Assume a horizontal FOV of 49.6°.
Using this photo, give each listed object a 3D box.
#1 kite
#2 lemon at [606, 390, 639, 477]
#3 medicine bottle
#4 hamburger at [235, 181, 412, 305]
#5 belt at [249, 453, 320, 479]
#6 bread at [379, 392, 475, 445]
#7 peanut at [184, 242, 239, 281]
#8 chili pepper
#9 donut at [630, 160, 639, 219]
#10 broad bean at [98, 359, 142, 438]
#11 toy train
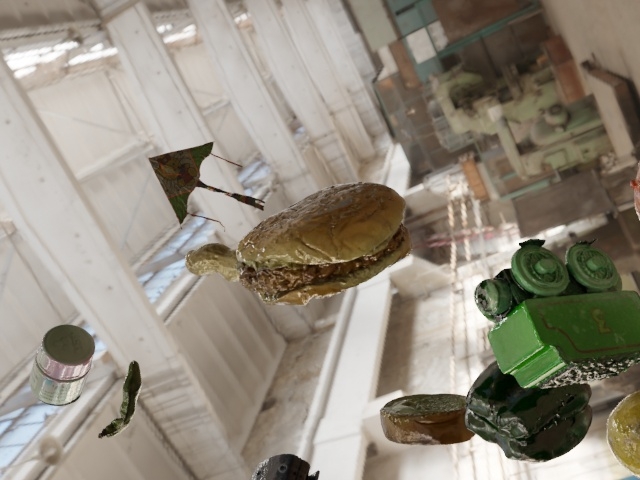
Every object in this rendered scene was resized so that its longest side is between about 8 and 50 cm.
[{"bbox_3d":[-0.213,-0.100,1.309,0.244,0.006,0.198,24,-117,-24],"label":"kite"},{"bbox_3d":[0.924,0.535,1.899,0.310,0.258,0.258,17,-131,-42],"label":"lemon"},{"bbox_3d":[-0.621,0.299,1.670,0.135,0.168,0.135,20,-143,-16],"label":"medicine bottle"},{"bbox_3d":[0.001,0.000,1.128,0.283,0.259,0.144,-34,-68,-28],"label":"hamburger"},{"bbox_3d":[-0.119,0.645,1.784,0.122,0.218,0.128,41,-139,-14],"label":"belt"},{"bbox_3d":[0.246,0.397,1.554,0.236,0.236,0.070,-2,-94,-72],"label":"bread"},{"bbox_3d":[-0.222,0.048,1.571,0.082,0.187,0.082,8,-90,-76],"label":"peanut"},{"bbox_3d":[0.363,0.249,1.146,0.174,0.261,0.165,21,131,54],"label":"chili pepper"},{"bbox_3d":[0.397,-0.061,0.669,0.233,0.199,0.085,8,-147,-30],"label":"donut"},{"bbox_3d":[-0.457,0.381,1.632,0.061,0.046,0.195,29,-96,-44],"label":"broad bean"},{"bbox_3d":[0.338,0.105,0.966,0.243,0.132,0.188,-1,-123,-24],"label":"toy train"}]
